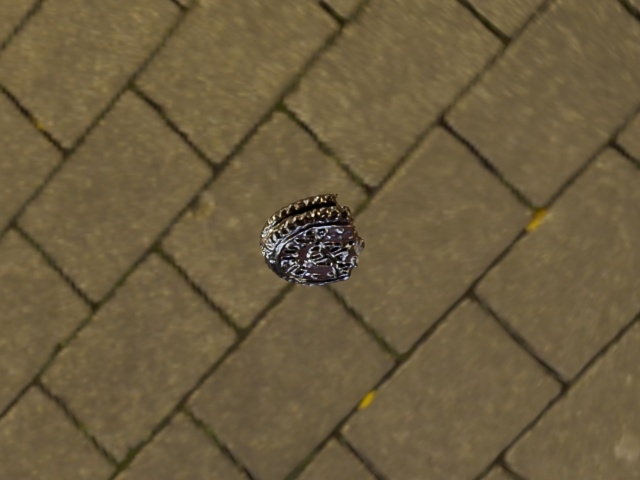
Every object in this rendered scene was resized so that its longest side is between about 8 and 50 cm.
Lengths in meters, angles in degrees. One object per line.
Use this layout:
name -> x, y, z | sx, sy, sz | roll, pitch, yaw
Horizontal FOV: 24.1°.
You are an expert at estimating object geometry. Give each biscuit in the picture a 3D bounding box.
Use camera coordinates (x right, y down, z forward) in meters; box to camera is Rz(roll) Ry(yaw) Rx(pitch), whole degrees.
biscuit -> 0.000, 0.000, 1.040 | 0.089, 0.087, 0.027 | -41, 47, 39
